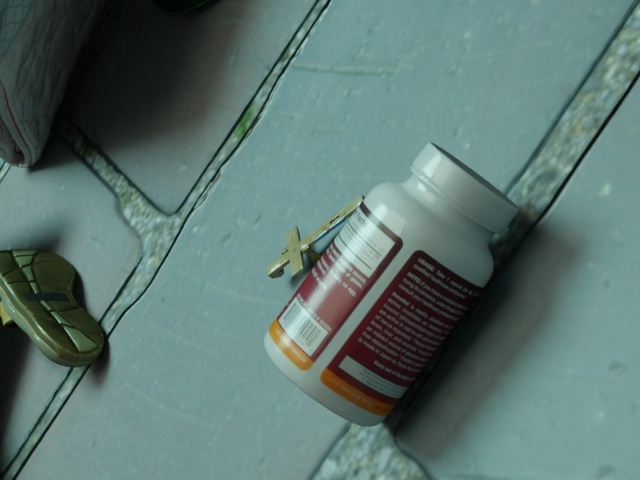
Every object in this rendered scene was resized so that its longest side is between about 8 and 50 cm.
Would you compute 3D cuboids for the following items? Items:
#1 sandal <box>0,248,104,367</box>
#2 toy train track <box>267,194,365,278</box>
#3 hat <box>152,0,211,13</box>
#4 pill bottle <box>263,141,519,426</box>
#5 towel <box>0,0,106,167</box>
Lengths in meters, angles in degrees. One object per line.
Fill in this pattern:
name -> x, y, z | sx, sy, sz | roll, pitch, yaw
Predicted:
sandal -> -0.221, 0.056, 1.261 | 0.180, 0.072, 0.049 | 49, 126, 51
toy train track -> 0.000, 0.000, 1.056 | 0.083, 0.014, 0.048 | -38, 31, 19
hat -> -0.144, -0.322, 1.334 | 0.173, 0.183, 0.208 | -17, 51, 43
pill bottle -> 0.043, 0.024, 0.915 | 0.152, 0.086, 0.086 | -53, 34, 8
towel -> -0.217, -0.259, 1.356 | 0.317, 0.053, 0.332 | 101, -172, -73
